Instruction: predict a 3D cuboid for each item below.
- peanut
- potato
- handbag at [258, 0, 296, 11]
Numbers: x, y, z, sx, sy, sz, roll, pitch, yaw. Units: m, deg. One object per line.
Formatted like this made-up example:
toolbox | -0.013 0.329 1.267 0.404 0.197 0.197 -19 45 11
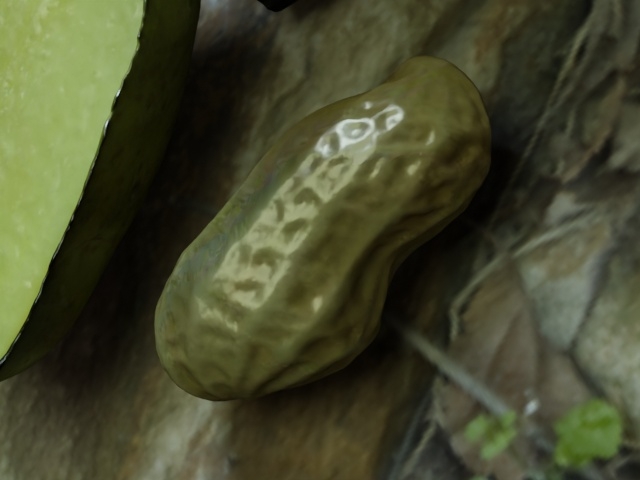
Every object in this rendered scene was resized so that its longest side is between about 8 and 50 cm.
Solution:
peanut | 0.000 0.000 0.764 0.194 0.083 0.093 -45 39 18
potato | -0.137 -0.060 0.871 0.160 0.111 0.271 25 97 33
handbag | -0.077 -0.246 0.807 0.080 0.247 0.223 -31 58 17
